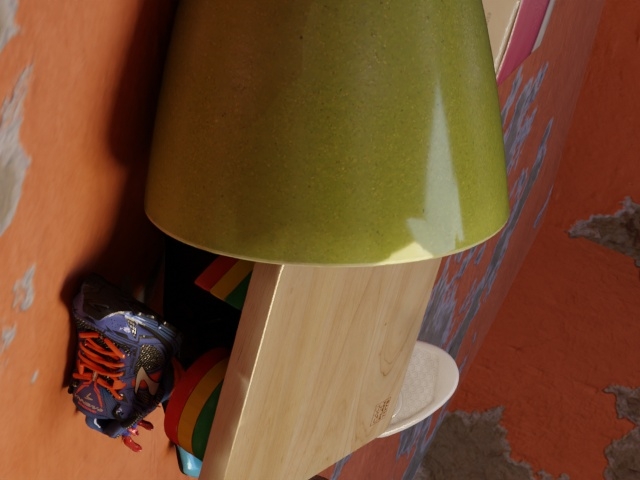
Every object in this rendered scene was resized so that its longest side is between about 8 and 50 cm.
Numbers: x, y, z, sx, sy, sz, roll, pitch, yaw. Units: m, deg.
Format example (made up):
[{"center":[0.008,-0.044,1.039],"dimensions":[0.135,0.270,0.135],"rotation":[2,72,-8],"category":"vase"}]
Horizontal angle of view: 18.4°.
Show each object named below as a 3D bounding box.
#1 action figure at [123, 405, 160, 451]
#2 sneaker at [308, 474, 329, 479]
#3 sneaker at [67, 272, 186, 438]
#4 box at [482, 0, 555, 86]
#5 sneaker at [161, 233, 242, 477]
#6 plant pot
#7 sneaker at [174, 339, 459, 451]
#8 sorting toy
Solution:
[{"center":[-0.164,0.153,1.746],"dimensions":[0.038,0.030,0.115],"rotation":[-57,164,-21],"category":"action figure"},{"center":[-0.062,0.396,2.499],"dimensions":[0.226,0.086,0.163],"rotation":[-30,132,-56],"category":"sneaker"},{"center":[-0.158,0.099,1.547],"dimensions":[0.087,0.083,0.221],"rotation":[-54,162,-18],"category":"sneaker"},{"center":[0.164,-0.264,2.139],"dimensions":[0.232,0.148,0.127],"rotation":[-45,155,-64],"category":"box"},{"center":[-0.075,0.082,1.684],"dimensions":[0.341,0.125,0.140],"rotation":[95,-1,-56],"category":"sneaker"},{"center":[0.007,-0.164,1.431],"dimensions":[0.275,0.274,0.294],"rotation":[-43,137,-64],"category":"plant pot"},{"center":[-0.006,0.170,2.036],"dimensions":[0.147,0.295,0.105],"rotation":[99,-27,-84],"category":"sneaker"},{"center":[-0.017,0.069,1.573],"dimensions":[0.255,0.089,0.257],"rotation":[-24,137,-51],"category":"sorting toy"}]
